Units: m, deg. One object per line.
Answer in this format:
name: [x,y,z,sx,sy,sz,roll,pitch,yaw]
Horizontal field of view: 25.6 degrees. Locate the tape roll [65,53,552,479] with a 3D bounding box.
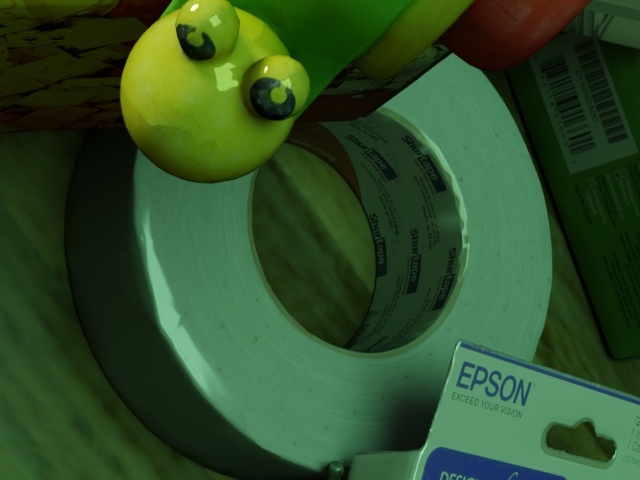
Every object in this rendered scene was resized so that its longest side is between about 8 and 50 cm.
tape roll: [0.000,0.000,0.639,0.219,0.072,0.219,8,76,-32]

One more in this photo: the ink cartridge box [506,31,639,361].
ink cartridge box: [0.248,-0.066,0.797,0.255,0.097,0.189,-21,92,-33]

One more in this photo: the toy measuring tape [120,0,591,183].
toy measuring tape: [0.061,-0.146,0.355,0.121,0.121,0.330,43,71,-18]

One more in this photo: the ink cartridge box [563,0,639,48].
ink cartridge box: [0.171,-0.202,0.655,0.283,0.117,0.207,15,70,11]

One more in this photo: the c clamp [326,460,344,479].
c clamp: [-0.064,0.166,0.565,0.160,0.022,0.137,-14,119,-31]

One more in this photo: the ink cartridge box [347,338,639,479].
ink cartridge box: [0.083,0.159,0.621,0.206,0.045,0.208,21,84,-43]

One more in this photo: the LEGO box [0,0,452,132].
LEGO box: [-0.157,-0.291,0.473,0.372,0.193,0.500,-4,82,-17]
